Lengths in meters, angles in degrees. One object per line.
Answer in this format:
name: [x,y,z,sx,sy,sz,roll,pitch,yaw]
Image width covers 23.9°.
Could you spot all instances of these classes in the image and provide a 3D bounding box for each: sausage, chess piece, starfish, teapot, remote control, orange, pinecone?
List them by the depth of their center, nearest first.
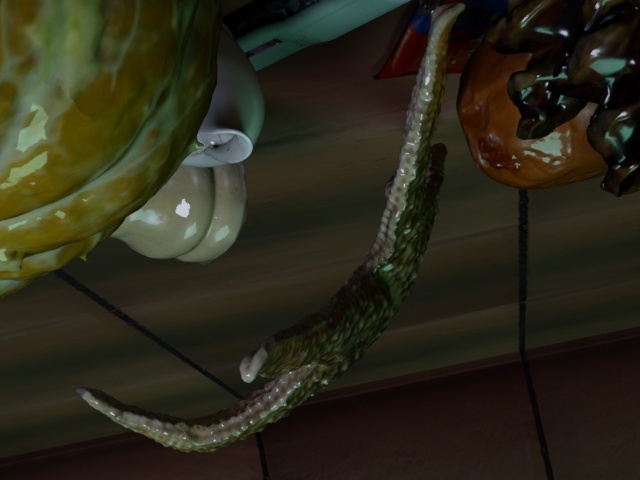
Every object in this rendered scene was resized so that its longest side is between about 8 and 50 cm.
orange: [-0.203,-0.097,0.642,0.329,0.249,0.329,-14,169,-3]
pinecone: [0.221,-0.119,0.866,0.243,0.257,0.243,-13,153,-7]
teapot: [-0.110,-0.103,0.978,0.226,0.092,0.145,4,151,46]
remote control: [-0.017,-0.147,1.028,0.166,0.029,0.065,-21,163,37]
chess piece: [-0.217,-0.050,1.072,0.307,0.139,0.124,3,146,-37]
sausage: [0.189,-0.106,1.097,0.133,0.133,0.258,-19,179,30]
starfish: [0.007,0.009,1.110,0.398,0.132,0.384,-45,167,-16]

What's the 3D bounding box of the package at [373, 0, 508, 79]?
package: [0.095,-0.154,1.101,0.083,0.022,0.200,-8,167,-11]
